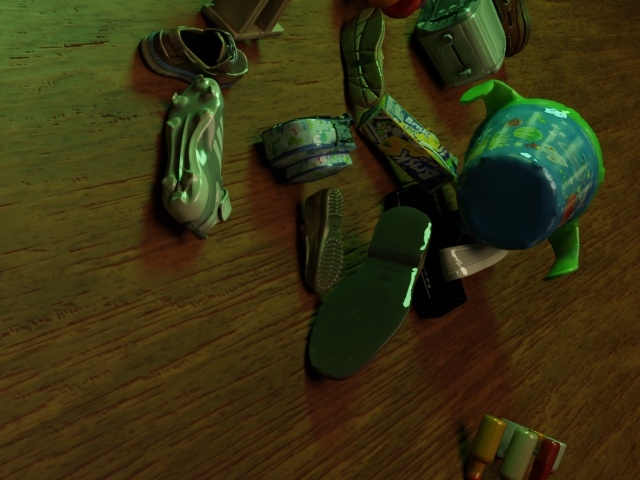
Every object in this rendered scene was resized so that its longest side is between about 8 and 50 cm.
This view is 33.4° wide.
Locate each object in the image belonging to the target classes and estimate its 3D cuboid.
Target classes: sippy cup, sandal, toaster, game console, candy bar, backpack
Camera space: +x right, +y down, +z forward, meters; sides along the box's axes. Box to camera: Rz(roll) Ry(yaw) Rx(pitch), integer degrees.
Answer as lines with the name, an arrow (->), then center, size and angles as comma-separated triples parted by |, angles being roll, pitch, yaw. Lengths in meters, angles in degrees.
sippy cup -> 0.325, -0.094, 1.732 | 0.305, 0.240, 0.224 | 33, 29, 9
sandal -> 0.075, -0.289, 1.706 | 0.049, 0.072, 0.180 | 39, 45, -63
toaster -> 0.265, -0.387, 1.979 | 0.146, 0.129, 0.227 | 59, 28, -27
game console -> 0.223, -0.007, 1.815 | 0.361, 0.044, 0.213 | -22, 94, -58
candy bar -> 0.221, -0.128, 1.855 | 0.161, 0.018, 0.040 | 61, 23, 8
backpack -> -0.016, -0.124, 1.454 | 0.114, 0.105, 0.084 | -2, 76, -51

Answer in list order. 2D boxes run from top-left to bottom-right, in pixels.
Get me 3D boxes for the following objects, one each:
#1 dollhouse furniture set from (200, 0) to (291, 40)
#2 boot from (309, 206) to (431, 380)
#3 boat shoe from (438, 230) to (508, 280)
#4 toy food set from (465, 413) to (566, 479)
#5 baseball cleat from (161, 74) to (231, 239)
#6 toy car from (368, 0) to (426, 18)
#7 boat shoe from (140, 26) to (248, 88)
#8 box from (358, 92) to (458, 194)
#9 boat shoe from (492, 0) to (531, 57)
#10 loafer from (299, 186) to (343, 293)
dollhouse furniture set -> -0.113, -0.383, 1.448 | 0.183, 0.129, 0.129 | 45, 30, 13
boot -> 0.078, 0.095, 1.503 | 0.305, 0.112, 0.115 | -57, 159, -37
boat shoe -> 0.247, 0.016, 1.752 | 0.184, 0.066, 0.063 | -21, 95, -47
toy food set -> 0.326, 0.361, 1.752 | 0.232, 0.111, 0.104 | 28, 83, -60
baseball cleat -> -0.146, -0.096, 1.298 | 0.109, 0.072, 0.206 | 57, 35, -51
toy car -> 0.128, -0.439, 1.765 | 0.136, 0.159, 0.182 | 62, 33, -18
boat shoe -> -0.142, -0.232, 1.351 | 0.183, 0.066, 0.066 | -7, 82, -57
box -> 0.142, -0.153, 1.707 | 0.169, 0.059, 0.054 | 40, 36, -19
boat shoe -> 0.346, -0.461, 2.119 | 0.104, 0.111, 0.307 | -41, 151, -13
loafer -> 0.000, 0.000, 1.475 | 0.056, 0.050, 0.148 | 19, 75, -49
